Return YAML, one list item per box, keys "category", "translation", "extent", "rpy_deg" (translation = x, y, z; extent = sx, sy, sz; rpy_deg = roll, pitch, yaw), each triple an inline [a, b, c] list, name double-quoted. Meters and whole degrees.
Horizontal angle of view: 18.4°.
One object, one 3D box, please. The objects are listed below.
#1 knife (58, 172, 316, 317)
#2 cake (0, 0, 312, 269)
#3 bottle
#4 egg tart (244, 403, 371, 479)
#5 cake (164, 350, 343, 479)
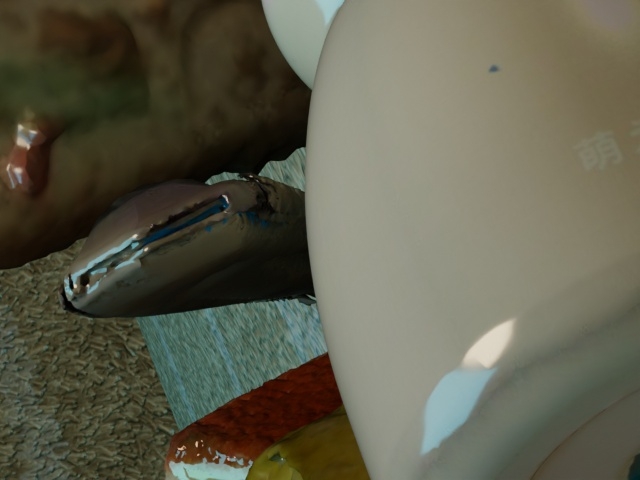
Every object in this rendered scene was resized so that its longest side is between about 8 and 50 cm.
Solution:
- category: "knife"
  translation: [-0.004, -0.005, 0.675]
  extent: [0.043, 0.089, 0.365]
  rpy_deg: [54, -169, 9]
- category: "cake"
  translation: [-0.124, -0.148, 0.701]
  extent: [0.282, 0.256, 0.290]
  rpy_deg: [0, 111, 62]
- category: "bottle"
  translation: [0.055, -0.039, 0.517]
  extent: [0.147, 0.148, 0.236]
  rpy_deg: [82, 170, -54]
- category: "egg tart"
  translation: [0.034, 0.177, 0.828]
  extent: [0.341, 0.129, 0.341]
  rpy_deg: [-175, 90, -76]
- category: "cake"
  translation: [0.018, 0.175, 1.076]
  extent: [0.262, 0.160, 0.158]
  rpy_deg: [-144, 36, -68]
